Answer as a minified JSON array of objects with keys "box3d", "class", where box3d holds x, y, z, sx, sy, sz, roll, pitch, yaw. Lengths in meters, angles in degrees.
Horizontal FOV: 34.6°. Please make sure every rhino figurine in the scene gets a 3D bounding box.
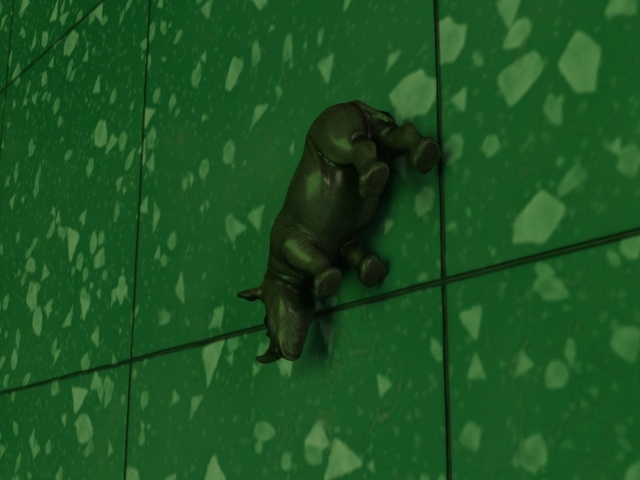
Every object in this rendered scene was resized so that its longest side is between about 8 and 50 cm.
[{"box3d":[0.000,0.000,0.818,0.106,0.073,0.243,48,121,44],"class":"rhino figurine"}]
